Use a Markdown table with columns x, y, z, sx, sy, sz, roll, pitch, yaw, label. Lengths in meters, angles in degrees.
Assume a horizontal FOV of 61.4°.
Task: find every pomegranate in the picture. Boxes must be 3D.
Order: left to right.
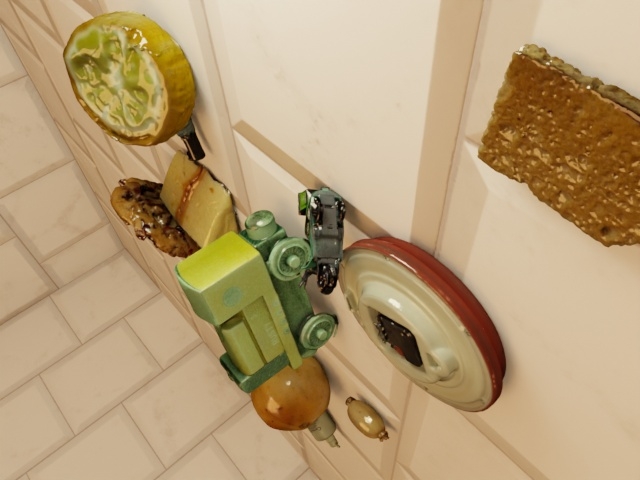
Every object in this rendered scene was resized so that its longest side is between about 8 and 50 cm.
| x | y | z | sx | sy | sz | roll | pitch | yaw | label |
| --- | --- | --- | --- | --- | --- | --- | --- | --- | --- |
| -0.082 | 0.418 | 1.488 | 0.233 | 0.233 | 0.233 | 43 | 155 | 25 | pomegranate |

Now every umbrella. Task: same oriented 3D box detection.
| x | y | z | sx | sy | sz | roll | pitch | yaw | label |
| --- | --- | --- | --- | --- | --- | --- | --- | --- | --- |
| -0.305 | -0.283 | 1.135 | 0.053 | 0.052 | 0.250 | -2 | 124 | 33 | umbrella |

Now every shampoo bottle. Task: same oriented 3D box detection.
| x | y | z | sx | sy | sz | roll | pitch | yaw | label |
| --- | --- | --- | --- | --- | --- | --- | --- | --- | --- |
| -0.023 | 0.565 | 1.751 | 0.262 | 0.085 | 0.085 | 57 | 157 | -9 | shampoo bottle |

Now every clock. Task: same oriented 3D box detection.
| x | y | z | sx | sy | sz | roll | pitch | yaw | label |
| --- | --- | --- | --- | --- | --- | --- | --- | --- | --- |
| 0.137 | 0.134 | 0.825 | 0.318 | 0.080 | 0.318 | 44 | 155 | 26 | clock |

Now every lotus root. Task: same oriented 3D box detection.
| x | y | z | sx | sy | sz | roll | pitch | yaw | label |
| --- | --- | --- | --- | --- | --- | --- | --- | --- | --- |
| 0.116 | 0.449 | 1.338 | 0.150 | 0.062 | 0.073 | 37 | 153 | 38 | lotus root |

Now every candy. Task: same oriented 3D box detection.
| x | y | z | sx | sy | sz | roll | pitch | yaw | label |
| --- | --- | --- | --- | --- | --- | --- | --- | --- | --- |
| -0.363 | -0.304 | 1.034 | 0.260 | 0.118 | 0.259 | 16 | 132 | 19 | candy |

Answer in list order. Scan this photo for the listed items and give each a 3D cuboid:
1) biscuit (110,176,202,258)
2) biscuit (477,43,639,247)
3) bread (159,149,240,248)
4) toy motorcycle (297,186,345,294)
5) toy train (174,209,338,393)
| x | y | z | sx | sy | sz | roll | pitch | yaw | label |
| --- | --- | --- | --- | --- | --- | --- | --- | --- | --- |
| -0.415 | -0.066 | 1.469 | 0.289 | 0.081 | 0.334 | 50 | -168 | 18 | biscuit |
| 0.237 | -0.052 | 0.431 | 0.237 | 0.026 | 0.131 | 42 | 156 | 25 | biscuit |
| -0.279 | -0.111 | 1.363 | 0.240 | 0.135 | 0.178 | 44 | 122 | 25 | bread |
| 0.000 | 0.000 | 0.841 | 0.100 | 0.058 | 0.173 | 157 | 113 | -64 | toy motorcycle |
| -0.121 | 0.133 | 1.108 | 0.160 | 0.253 | 0.397 | 32 | 148 | 45 | toy train |
